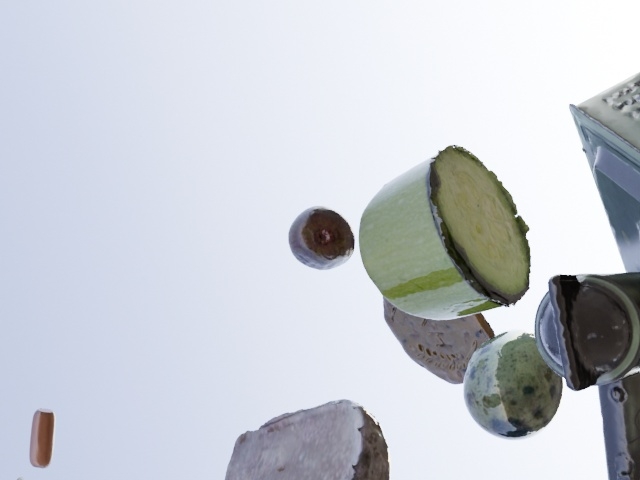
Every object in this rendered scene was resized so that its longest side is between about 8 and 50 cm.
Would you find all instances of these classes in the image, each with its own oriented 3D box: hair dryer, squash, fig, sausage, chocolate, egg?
[{"bbox_3d":[0.210,0.145,0.549,0.195,0.078,0.248,2,-101,-55],"label":"hair dryer"},{"bbox_3d":[0.172,-0.004,1.011,0.220,0.133,0.220,20,-124,-32],"label":"squash"},{"bbox_3d":[0.000,0.000,1.302,0.109,0.155,0.103,42,-100,-1],"label":"fig"},{"bbox_3d":[-0.395,0.281,1.121,0.034,0.034,0.083,12,-102,-51],"label":"sausage"},{"bbox_3d":[-0.021,0.303,0.940,0.100,0.303,0.185,27,-125,-28],"label":"chocolate"},{"bbox_3d":[0.282,0.203,1.144,0.141,0.141,0.181,54,-138,-20],"label":"egg"}]

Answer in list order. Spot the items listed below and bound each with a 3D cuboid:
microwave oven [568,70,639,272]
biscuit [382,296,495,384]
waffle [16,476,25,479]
[{"bbox_3d":[0.459,0.011,0.698,0.394,0.333,0.247,60,-176,-26],"label":"microwave oven"},{"bbox_3d":[0.291,0.219,1.999,0.046,0.359,0.359,-36,-78,-35],"label":"biscuit"},{"bbox_3d":[-0.553,0.508,1.299,0.051,0.291,0.291,33,-136,-14],"label":"waffle"}]
